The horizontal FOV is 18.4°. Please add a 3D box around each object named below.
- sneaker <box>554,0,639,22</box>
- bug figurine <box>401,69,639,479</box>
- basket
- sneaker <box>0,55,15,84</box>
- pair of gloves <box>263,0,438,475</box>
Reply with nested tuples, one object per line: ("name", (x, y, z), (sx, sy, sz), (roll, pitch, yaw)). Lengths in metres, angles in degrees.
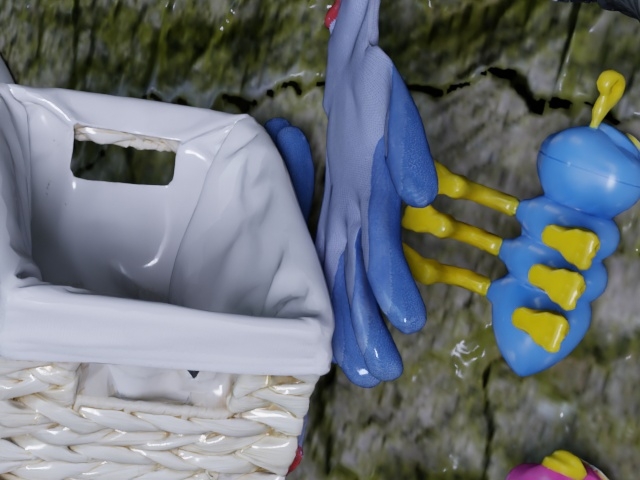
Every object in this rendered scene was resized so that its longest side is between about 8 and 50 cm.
("sneaker", (0.095, -0.108, 0.639), (0.106, 0.078, 0.234), (-45, 54, 38))
("bug figurine", (0.119, 0.079, 0.603), (0.279, 0.072, 0.216), (32, 105, 47))
("basket", (-0.070, 0.027, 0.698), (0.167, 0.113, 0.103), (-111, 31, -60))
("sneaker", (-0.200, -0.003, 0.904), (0.126, 0.127, 0.321), (-48, 55, 35))
("pair of gloves", (0.000, 0.000, 0.715), (0.198, 0.023, 0.159), (122, 152, -54))
